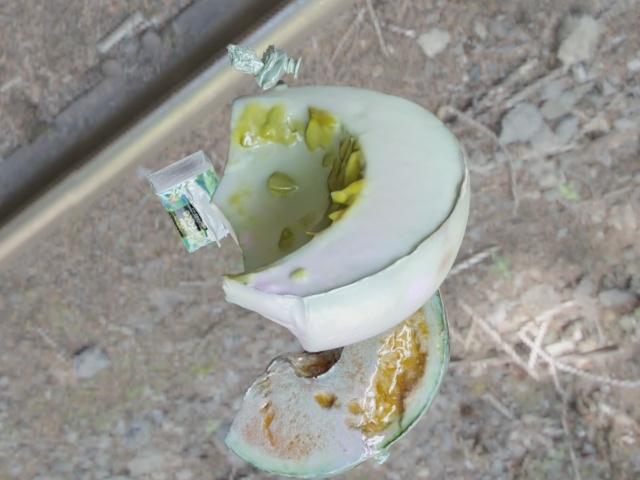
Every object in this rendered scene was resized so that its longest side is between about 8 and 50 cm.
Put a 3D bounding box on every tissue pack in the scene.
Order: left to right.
[{"bbox_3d":[-0.164,-0.047,1.447,0.085,0.079,0.111,-28,129,-6],"label":"tissue pack"}]

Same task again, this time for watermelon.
[{"bbox_3d":[0.056,0.194,1.342,0.322,0.175,0.188,-34,156,11],"label":"watermelon"}]

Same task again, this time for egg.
[{"bbox_3d":[0.019,0.000,0.886,0.206,0.271,0.162,-11,132,-5],"label":"egg"}]

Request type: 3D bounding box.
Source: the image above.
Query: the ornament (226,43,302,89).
[{"bbox_3d":[-0.071,-0.229,1.406,0.092,0.068,0.041,-12,149,-13],"label":"ornament"}]
